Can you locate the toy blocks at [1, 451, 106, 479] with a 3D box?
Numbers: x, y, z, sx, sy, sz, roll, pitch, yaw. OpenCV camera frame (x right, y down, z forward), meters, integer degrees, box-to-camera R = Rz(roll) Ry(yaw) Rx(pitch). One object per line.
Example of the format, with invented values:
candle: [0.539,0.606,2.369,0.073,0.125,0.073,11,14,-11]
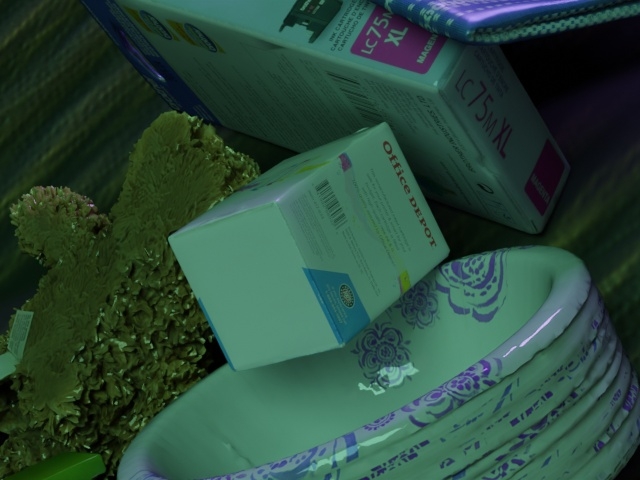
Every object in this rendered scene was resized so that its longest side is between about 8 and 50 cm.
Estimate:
toy blocks: [-0.187,0.278,1.033,0.381,0.190,0.261,-7,103,54]

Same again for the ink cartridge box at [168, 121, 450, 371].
ink cartridge box: [0.000,0.000,1.052,0.090,0.143,0.092,-18,102,40]

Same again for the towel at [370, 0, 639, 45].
towel: [0.085,-0.206,1.101,0.243,0.040,0.336,-16,33,-29]

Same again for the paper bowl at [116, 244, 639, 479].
paper bowl: [0.043,0.127,0.986,0.284,0.284,0.148,-23,103,17]

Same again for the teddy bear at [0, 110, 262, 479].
teddy bear: [-0.145,0.074,1.195,0.245,0.113,0.338,33,94,41]

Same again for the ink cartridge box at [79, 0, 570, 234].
ink cartridge box: [-0.007,-0.109,1.141,0.311,0.186,0.065,18,73,32]
